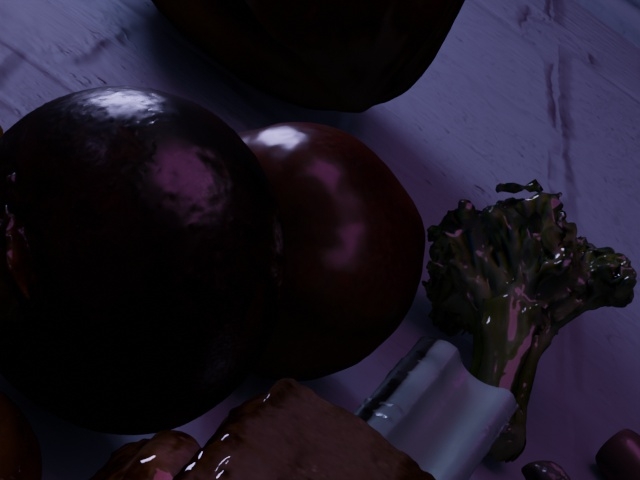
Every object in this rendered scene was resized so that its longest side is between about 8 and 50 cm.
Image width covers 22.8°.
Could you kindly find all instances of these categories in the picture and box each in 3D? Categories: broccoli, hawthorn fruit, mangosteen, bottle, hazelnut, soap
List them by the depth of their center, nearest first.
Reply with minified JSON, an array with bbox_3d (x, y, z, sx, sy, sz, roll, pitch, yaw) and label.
[{"bbox_3d":[-0.157,0.014,1.023,0.261,0.235,0.235,-10,52,-46],"label":"mangosteen"},{"bbox_3d":[0.043,0.173,1.110,0.094,0.150,0.261,38,23,7],"label":"soap"},{"bbox_3d":[0.000,0.000,1.295,0.208,0.208,0.248,47,33,19],"label":"hawthorn fruit"},{"bbox_3d":[0.207,0.081,1.489,0.275,0.199,0.177,-102,-179,-47],"label":"broccoli"},{"bbox_3d":[0.323,0.245,1.512,0.053,0.053,0.140,2,43,-55],"label":"bottle"},{"bbox_3d":[0.001,-0.352,1.741,0.402,0.402,0.429,51,15,27],"label":"hazelnut"}]

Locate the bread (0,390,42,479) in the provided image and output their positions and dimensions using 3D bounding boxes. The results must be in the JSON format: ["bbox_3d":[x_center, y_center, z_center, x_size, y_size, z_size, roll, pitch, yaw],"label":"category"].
[{"bbox_3d":[-0.220,0.125,0.952,0.126,0.044,0.129,23,30,-29],"label":"bread"}]

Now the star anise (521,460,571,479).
[{"bbox_3d":[0.274,0.278,1.309,0.282,0.129,0.212,56,11,27],"label":"star anise"}]

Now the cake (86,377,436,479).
[{"bbox_3d":[-0.029,0.213,0.891,0.293,0.196,0.199,34,21,3],"label":"cake"}]

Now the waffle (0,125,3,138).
[{"bbox_3d":[-0.347,-0.134,1.240,0.192,0.046,0.160,12,34,-45],"label":"waffle"}]
